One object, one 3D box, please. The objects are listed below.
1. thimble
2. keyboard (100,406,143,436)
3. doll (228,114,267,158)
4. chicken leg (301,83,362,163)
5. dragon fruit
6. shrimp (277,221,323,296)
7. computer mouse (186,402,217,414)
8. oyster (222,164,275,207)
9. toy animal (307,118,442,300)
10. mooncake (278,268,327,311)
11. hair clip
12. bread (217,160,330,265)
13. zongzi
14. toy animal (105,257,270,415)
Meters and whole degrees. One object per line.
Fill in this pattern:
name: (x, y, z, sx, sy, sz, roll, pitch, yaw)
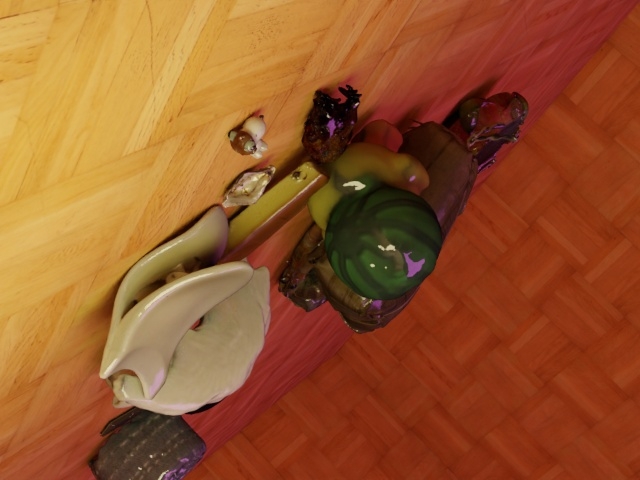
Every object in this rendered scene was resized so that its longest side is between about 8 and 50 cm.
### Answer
thimble: (-0.390, 0.488, 2.109, 0.236, 0.172, 0.205, -42, 166, -27)
keyboard: (-0.418, 0.380, 2.000, 0.049, 0.015, 0.129, -45, 171, 29)
doll: (-0.093, -0.129, 1.224, 0.058, 0.040, 0.085, -51, 172, -22)
chicken leg: (0.016, -0.169, 1.417, 0.105, 0.063, 0.234, -38, 170, -10)
dragon fruit: (0.375, -0.251, 2.257, 0.295, 0.130, 0.268, -41, 169, -19)
shrimp: (0.000, 0.000, 2.030, 0.169, 0.058, 0.296, -34, 162, -52)
computer mouse: (-0.257, 0.317, 2.105, 0.183, 0.116, 0.323, -39, 170, -4)
oyster: (-0.108, -0.079, 1.372, 0.093, 0.034, 0.051, -24, 144, -33)
toy animal: (0.074, -0.053, 1.533, 0.191, 0.338, 0.216, 29, 120, -34)
mooncake: (-0.018, 0.092, 2.117, 0.125, 0.130, 0.073, -40, 136, -18)
hair clip: (-0.212, 0.082, 1.355, 0.282, 0.113, 0.172, -45, 156, -4)
bread: (-0.080, -0.044, 1.484, 0.226, 0.049, 0.088, -38, 169, 13)
zongzi: (0.183, -0.040, 2.014, 0.500, 0.218, 0.467, -54, 170, -8)
toy animal: (-0.223, 0.160, 1.566, 0.188, 0.266, 0.308, -36, -137, 53)
